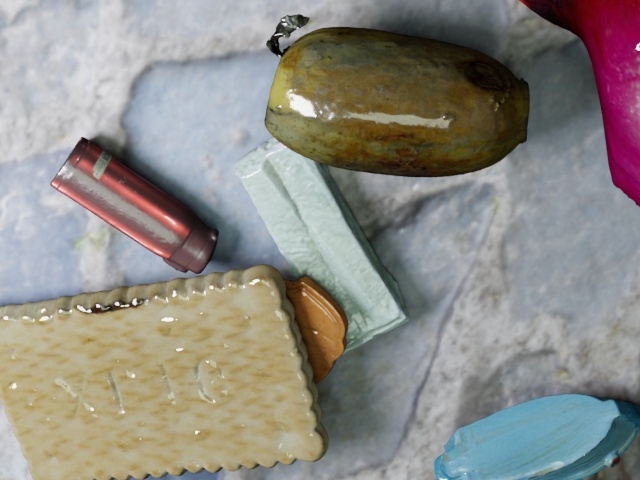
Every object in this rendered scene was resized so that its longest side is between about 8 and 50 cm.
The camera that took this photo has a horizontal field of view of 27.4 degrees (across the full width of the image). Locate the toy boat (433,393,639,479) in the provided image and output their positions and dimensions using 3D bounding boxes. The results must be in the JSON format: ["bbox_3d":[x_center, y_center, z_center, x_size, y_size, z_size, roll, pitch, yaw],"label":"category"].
[{"bbox_3d":[0.225,0.211,1.306,0.215,0.088,0.102,-22,143,9],"label":"toy boat"}]

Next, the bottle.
[{"bbox_3d":[-0.171,-0.028,1.231,0.164,0.060,0.060,34,108,-11],"label":"bottle"}]

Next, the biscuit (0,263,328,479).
[{"bbox_3d":[-0.165,0.137,1.280,0.324,0.044,0.217,-10,113,16],"label":"biscuit"}]

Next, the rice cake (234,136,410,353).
[{"bbox_3d":[0.000,0.000,1.244,0.085,0.040,0.226,-26,108,12],"label":"rice cake"}]

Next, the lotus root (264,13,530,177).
[{"bbox_3d":[0.066,-0.117,1.151,0.241,0.124,0.123,9,81,0],"label":"lotus root"}]

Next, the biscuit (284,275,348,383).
[{"bbox_3d":[-0.024,0.089,1.262,0.102,0.019,0.130,29,130,8],"label":"biscuit"}]

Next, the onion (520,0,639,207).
[{"bbox_3d":[0.280,-0.209,1.014,0.420,0.398,0.399,16,112,19],"label":"onion"}]
